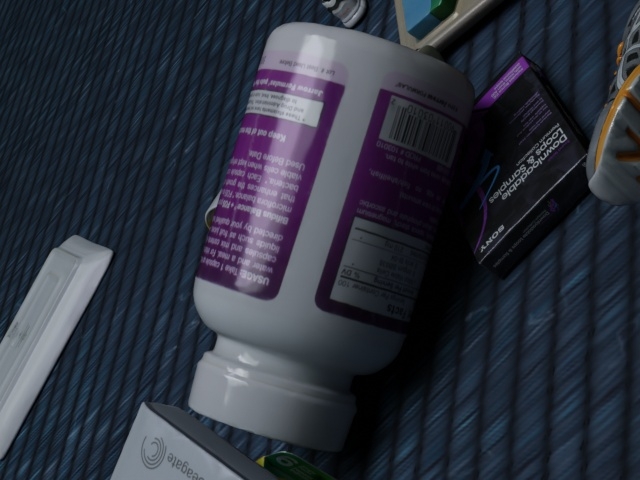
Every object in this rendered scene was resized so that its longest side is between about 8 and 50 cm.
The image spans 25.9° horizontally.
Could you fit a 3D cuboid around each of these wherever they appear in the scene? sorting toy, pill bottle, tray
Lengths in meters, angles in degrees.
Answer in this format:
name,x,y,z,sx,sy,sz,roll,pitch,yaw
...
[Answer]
name,x,y,z,sx,sy,sz,roll,pitch,yaw
sorting toy,0.132,-0.270,1.271,0.193,0.038,0.208,-37,35,33
pill bottle,0.000,0.000,1.068,0.169,0.169,0.301,14,87,60
tray,-0.341,0.116,1.645,0.145,0.030,0.270,16,77,61

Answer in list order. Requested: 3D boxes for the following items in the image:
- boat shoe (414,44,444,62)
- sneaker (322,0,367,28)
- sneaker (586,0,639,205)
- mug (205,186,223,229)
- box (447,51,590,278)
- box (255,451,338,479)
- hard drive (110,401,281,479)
name,x,y,z,sx,sy,sz,roll,pitch,yaw
boat shoe,0.072,-0.110,1.198,0.043,0.049,0.137,-21,42,50
sneaker,0.020,-0.264,1.432,0.040,0.044,0.109,-46,30,26
sneaker,0.233,-0.114,0.936,0.215,0.084,0.083,-57,25,-16
mug,-0.078,-0.035,1.355,0.078,0.062,0.064,-18,40,41
box,0.145,-0.061,1.065,0.116,0.029,0.162,-48,32,19
box,-0.046,0.222,1.015,0.179,0.105,0.043,-39,30,30
hard drive,-0.114,0.314,0.934,0.233,0.047,0.353,26,94,48
